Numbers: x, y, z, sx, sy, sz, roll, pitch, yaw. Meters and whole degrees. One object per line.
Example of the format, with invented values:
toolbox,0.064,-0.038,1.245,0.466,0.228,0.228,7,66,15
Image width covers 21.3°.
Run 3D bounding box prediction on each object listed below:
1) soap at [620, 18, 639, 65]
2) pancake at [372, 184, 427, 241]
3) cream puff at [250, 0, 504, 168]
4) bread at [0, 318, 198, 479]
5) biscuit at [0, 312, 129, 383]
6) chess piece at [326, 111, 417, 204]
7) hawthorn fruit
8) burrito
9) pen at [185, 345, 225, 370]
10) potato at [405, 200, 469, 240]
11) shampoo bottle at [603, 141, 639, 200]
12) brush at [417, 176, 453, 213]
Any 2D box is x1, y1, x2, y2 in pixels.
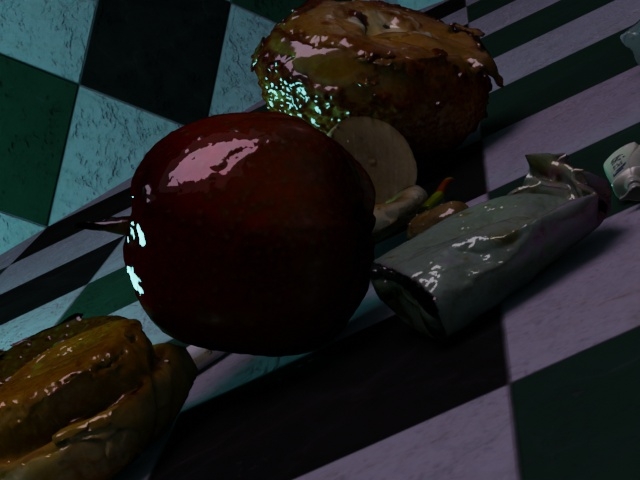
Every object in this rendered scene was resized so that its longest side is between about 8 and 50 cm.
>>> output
soap,0.489,-0.295,2.263,0.114,0.063,0.198,-20,12,40
pancake,0.001,0.001,1.973,0.282,0.049,0.282,-21,-2,-1
cream puff,0.067,-0.203,2.349,0.350,0.229,0.350,11,24,-5
bread,-0.230,0.165,1.646,0.198,0.120,0.236,-24,10,27
biscuit,-0.337,0.176,1.969,0.296,0.075,0.296,-24,13,6
chess piece,-0.011,-0.052,2.233,0.137,0.137,0.301,-36,3,-40
hawthorn fruit,-0.098,-0.010,1.699,0.300,0.254,0.254,4,18,11
burrito,0.164,0.005,1.562,0.229,0.089,0.144,-30,25,-15
pen,-0.105,0.106,1.865,0.269,0.033,0.033,-32,12,-28
potato,0.130,-0.017,1.861,0.083,0.040,0.051,-20,25,39
shampoo bottle,0.307,-0.064,1.678,0.049,0.034,0.141,-19,13,10
brush,0.143,-0.051,2.048,0.018,0.021,0.083,-21,18,38
